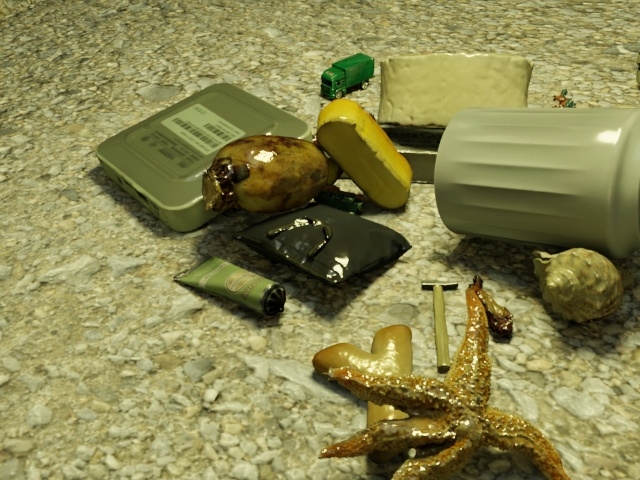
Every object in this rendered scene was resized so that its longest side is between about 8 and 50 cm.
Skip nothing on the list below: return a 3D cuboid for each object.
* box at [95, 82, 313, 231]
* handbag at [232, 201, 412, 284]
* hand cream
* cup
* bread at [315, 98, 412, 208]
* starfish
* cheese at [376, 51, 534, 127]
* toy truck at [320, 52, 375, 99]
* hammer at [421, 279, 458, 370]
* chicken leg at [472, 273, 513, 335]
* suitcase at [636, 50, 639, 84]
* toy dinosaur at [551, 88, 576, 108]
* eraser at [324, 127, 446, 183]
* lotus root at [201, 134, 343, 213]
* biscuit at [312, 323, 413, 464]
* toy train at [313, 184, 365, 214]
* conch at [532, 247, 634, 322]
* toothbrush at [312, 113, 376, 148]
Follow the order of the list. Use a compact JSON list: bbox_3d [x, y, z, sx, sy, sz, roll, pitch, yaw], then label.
[{"bbox_3d":[-0.254,-0.199,1.493,0.373,0.090,0.367,-34,45,-25],"label":"box"},{"bbox_3d":[0.000,0.000,1.231,0.254,0.088,0.211,25,35,37],"label":"handbag"},{"bbox_3d":[-0.149,0.073,1.181,0.235,0.055,0.086,19,39,38],"label":"hand cream"},{"bbox_3d":[0.413,-0.098,1.190,0.327,0.236,0.323,9,0,38],"label":"cup"},{"bbox_3d":[0.086,-0.164,1.335,0.102,0.245,0.094,-29,32,30],"label":"bread"},{"bbox_3d":[0.136,0.212,0.868,0.294,0.084,0.301,-13,66,-17],"label":"starfish"},{"bbox_3d":[0.291,-0.313,1.473,0.332,0.153,0.292,9,11,30],"label":"cheese"},{"bbox_3d":[0.069,-0.424,1.802,0.147,0.079,0.065,-29,44,-27],"label":"toy truck"},{"bbox_3d":[0.194,0.130,1.098,0.062,0.013,0.199,0,37,6],"label":"hammer"},{"bbox_3d":[0.268,0.100,1.113,0.062,0.037,0.145,5,32,-25],"label":"chicken leg"},{"bbox_3d":[0.977,-0.432,1.630,0.339,0.193,0.351,-19,39,-23],"label":"suitcase"},{"bbox_3d":[0.573,-0.315,1.629,0.055,0.049,0.154,4,42,15],"label":"toy dinosaur"},{"bbox_3d":[0.169,-0.184,1.470,0.353,0.077,0.111,4,38,11],"label":"eraser"},{"bbox_3d":[-0.088,-0.129,1.295,0.314,0.141,0.169,-13,21,-36],"label":"lotus root"},{"bbox_3d":[0.100,0.205,0.979,0.164,0.047,0.208,-15,38,-18],"label":"biscuit"},{"bbox_3d":[0.041,-0.081,1.376,0.103,0.044,0.064,12,29,21],"label":"toy train"},{"bbox_3d":[0.412,0.054,1.084,0.207,0.130,0.155,-8,48,-36],"label":"conch"},{"bbox_3d":[-0.036,-0.213,1.558,0.364,0.040,0.041,-22,40,-16],"label":"toothbrush"}]
